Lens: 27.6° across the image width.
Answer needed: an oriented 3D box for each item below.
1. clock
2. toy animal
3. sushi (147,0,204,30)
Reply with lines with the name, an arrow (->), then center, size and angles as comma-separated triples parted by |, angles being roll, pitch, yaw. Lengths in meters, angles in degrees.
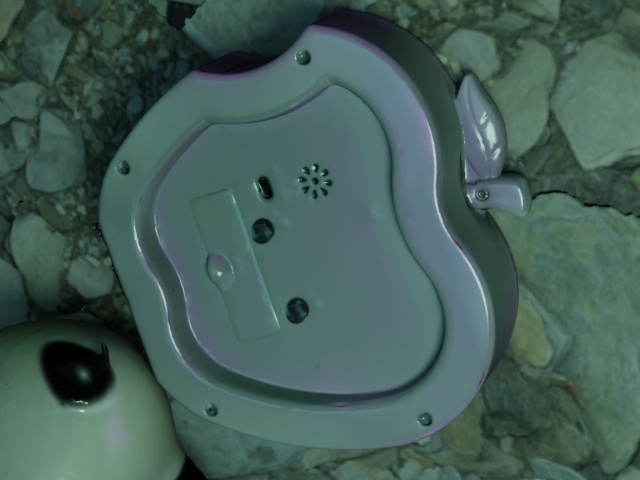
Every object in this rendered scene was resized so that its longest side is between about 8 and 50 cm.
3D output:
clock -> 0.000, 0.000, 1.007 | 0.339, 0.102, 0.338 | 5, 106, 16
toy animal -> -0.200, 0.216, 1.070 | 0.251, 0.251, 0.309 | -5, 104, 19
sushi -> -0.126, -0.315, 0.991 | 0.219, 0.047, 0.231 | 45, 113, 2
